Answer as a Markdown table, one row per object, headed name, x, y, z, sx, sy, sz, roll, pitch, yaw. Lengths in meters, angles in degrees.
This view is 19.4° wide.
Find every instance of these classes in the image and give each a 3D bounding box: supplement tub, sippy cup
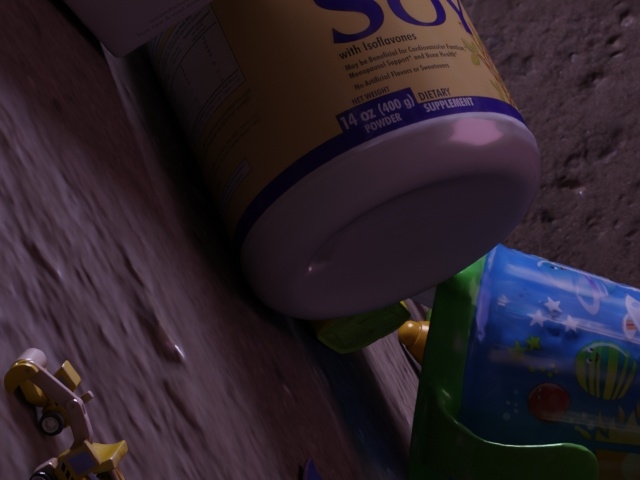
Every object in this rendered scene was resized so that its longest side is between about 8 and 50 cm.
| name | x | y | z | sx | sy | sz | roll | pitch | yaw |
| --- | --- | --- | --- | --- | --- | --- | --- | --- | --- |
| supplement tub | 0.000 | -0.133 | 1.436 | 0.331 | 0.241 | 0.241 | 65 | 9 | 23 |
| sippy cup | 0.200 | 0.121 | 1.554 | 0.240 | 0.224 | 0.305 | 87 | 15 | -56 |

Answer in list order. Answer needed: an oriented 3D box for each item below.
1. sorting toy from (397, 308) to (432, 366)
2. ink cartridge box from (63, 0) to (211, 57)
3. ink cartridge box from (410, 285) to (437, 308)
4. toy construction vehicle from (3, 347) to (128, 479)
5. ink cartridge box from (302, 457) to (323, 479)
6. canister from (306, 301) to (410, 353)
| name | x | y | z | sx | sy | sz | roll | pitch | yaw |
| --- | --- | --- | --- | --- | --- | --- | --- | --- | --- |
| sorting toy | 0.121 | 0.067 | 2.090 | 0.126 | 0.127 | 0.365 | 26 | 19 | -18 |
| ink cartridge box | -0.196 | -0.304 | 1.237 | 0.353 | 0.119 | 0.207 | 50 | 13 | -56 |
| ink cartridge box | 0.075 | -0.016 | 1.689 | 0.145 | 0.045 | 0.179 | 24 | -29 | 12 |
| toy construction vehicle | -0.102 | 0.090 | 0.818 | 0.098 | 0.035 | 0.086 | 61 | 9 | -4 |
| ink cartridge box | 0.094 | 0.315 | 1.146 | 0.330 | 0.071 | 0.324 | 61 | 9 | -15 |
| canister | 0.000 | 0.000 | 1.576 | 0.170 | 0.073 | 0.126 | 63 | 7 | 18 |
